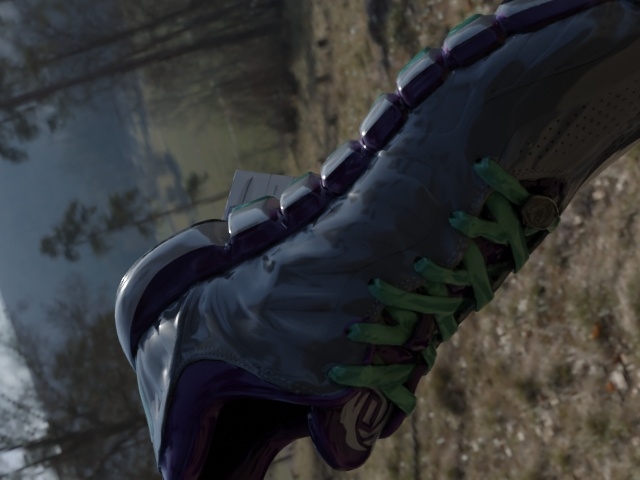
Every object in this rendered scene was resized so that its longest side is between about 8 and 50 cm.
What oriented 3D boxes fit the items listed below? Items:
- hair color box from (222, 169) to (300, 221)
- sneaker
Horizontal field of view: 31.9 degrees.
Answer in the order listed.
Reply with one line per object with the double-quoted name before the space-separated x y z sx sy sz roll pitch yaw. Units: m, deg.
"hair color box" 0.000 0.000 0.945 0.053 0.167 0.093 60 -138 -65
"sneaker" 0.032 0.014 0.345 0.083 0.223 0.098 29 -143 -43
